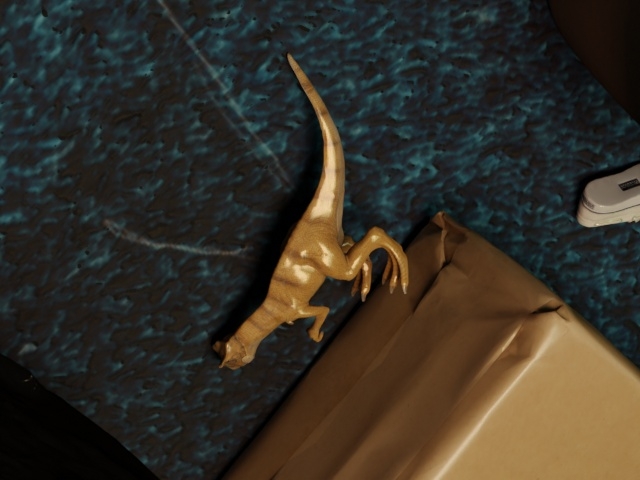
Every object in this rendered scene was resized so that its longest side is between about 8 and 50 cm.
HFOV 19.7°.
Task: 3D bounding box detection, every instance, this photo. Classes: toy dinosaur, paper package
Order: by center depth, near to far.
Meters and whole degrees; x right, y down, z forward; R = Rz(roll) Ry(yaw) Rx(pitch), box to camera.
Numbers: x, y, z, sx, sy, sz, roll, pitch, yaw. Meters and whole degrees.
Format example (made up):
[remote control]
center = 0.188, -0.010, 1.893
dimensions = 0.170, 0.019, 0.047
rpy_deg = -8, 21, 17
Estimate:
[toy dinosaur]
center = 0.000, 0.000, 1.180
dimensions = 0.112, 0.064, 0.211
rpy_deg = 13, 104, -34
[paper package]
center = 0.114, 0.201, 1.281
dimensions = 0.309, 0.168, 0.325
rpy_deg = -50, 128, 1

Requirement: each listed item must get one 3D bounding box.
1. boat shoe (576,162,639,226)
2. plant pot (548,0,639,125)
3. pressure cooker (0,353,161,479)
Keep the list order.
[boat shoe]
center = 0.226, -0.030, 1.327
dimensions = 0.100, 0.035, 0.035
rpy_deg = -16, 147, -29
[plant pot]
center = 0.267, -0.146, 1.168
dimensions = 0.263, 0.229, 0.263
rpy_deg = -13, 118, -26
[pressure cooker]
center = -0.288, 0.259, 0.947
dimensions = 0.370, 0.375, 0.420
rpy_deg = 32, 94, -23
